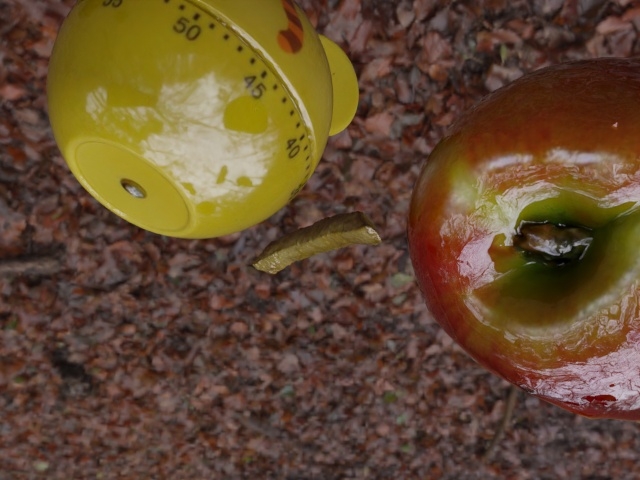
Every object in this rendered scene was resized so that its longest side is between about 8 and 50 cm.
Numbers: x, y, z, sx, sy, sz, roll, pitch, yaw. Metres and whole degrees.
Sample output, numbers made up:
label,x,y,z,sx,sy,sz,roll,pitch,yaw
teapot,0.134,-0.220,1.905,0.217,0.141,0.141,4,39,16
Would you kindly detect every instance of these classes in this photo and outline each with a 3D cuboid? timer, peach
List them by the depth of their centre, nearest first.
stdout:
label,x,y,z,sx,sy,sz,roll,pitch,yaw
peach,0.208,-0.011,0.504,0.245,0.249,0.274,-46,163,23
timer,-0.134,-0.201,0.877,0.376,0.387,0.376,23,151,13

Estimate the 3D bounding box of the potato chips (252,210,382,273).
label,x,y,z,sx,sy,sz,roll,pitch,yaw
potato chips,0.000,0.000,1.242,0.057,0.080,0.407,40,154,-18
